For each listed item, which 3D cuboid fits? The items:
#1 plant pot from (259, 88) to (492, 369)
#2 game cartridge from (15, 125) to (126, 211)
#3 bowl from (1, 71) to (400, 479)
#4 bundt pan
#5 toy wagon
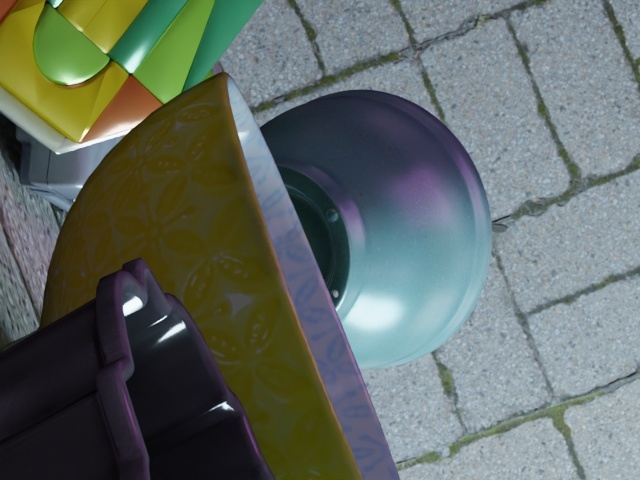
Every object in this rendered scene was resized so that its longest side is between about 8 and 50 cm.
[{"bbox_3d":[0.000,0.000,1.845,0.196,0.293,0.293,-14,82,-61],"label":"plant pot"},{"bbox_3d":[-0.136,-0.111,1.235,0.297,0.062,0.198,47,52,-81],"label":"game cartridge"},{"bbox_3d":[-0.064,0.078,0.910,0.289,0.156,0.289,-22,90,-87],"label":"bowl"},{"bbox_3d":[-0.058,0.179,0.613,0.331,0.124,0.331,-21,90,-87],"label":"bundt pan"},{"bbox_3d":[-0.082,-0.216,1.002,0.068,0.344,0.267,35,-4,36],"label":"toy wagon"}]
